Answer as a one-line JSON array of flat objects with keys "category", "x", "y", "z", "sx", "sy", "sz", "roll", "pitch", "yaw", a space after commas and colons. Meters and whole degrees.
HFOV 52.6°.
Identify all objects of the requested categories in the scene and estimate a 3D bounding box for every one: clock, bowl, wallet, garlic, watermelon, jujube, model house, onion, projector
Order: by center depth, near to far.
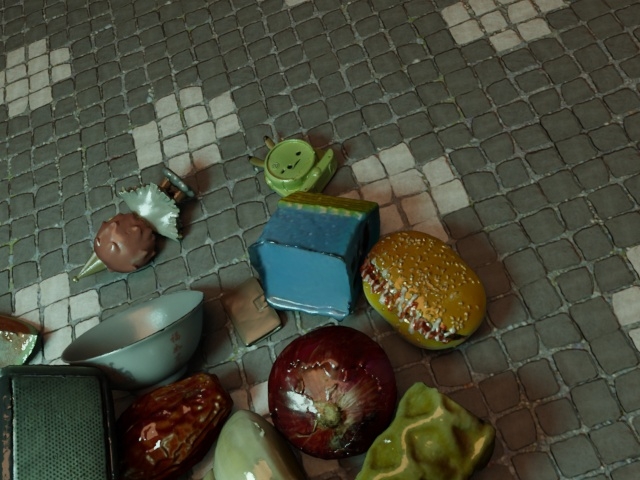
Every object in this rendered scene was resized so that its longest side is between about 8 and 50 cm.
[{"category": "projector", "x": -0.570, "y": 0.507, "z": 1.292, "sx": 0.395, "sy": 0.242, "sz": 0.405, "roll": -42, "pitch": 52, "yaw": 37}, {"category": "garlic", "x": -0.128, "y": 0.514, "z": 1.311, "sx": 0.313, "sy": 0.286, "sz": 0.249, "roll": 39, "pitch": 33, "yaw": 23}, {"category": "onion", "x": 0.027, "y": 0.311, "z": 1.335, "sx": 0.276, "sy": 0.276, "sz": 0.276, "roll": -6, "pitch": 61, "yaw": 11}, {"category": "jujube", "x": -0.329, "y": 0.408, "z": 1.410, "sx": 0.290, "sy": 0.197, "sz": 0.197, "roll": -36, "pitch": 59, "yaw": -18}, {"category": "bowl", "x": -0.404, "y": 0.257, "z": 1.501, "sx": 0.345, "sy": 0.345, "sz": 0.157, "roll": -19, "pitch": 102, "yaw": 4}, {"category": "model house", "x": 0.000, "y": 0.000, "z": 1.542, "sx": 0.237, "sy": 0.216, "sz": 0.303, "roll": 9, "pitch": 49, "yaw": 20}, {"category": "wallet", "x": -0.167, "y": 0.173, "z": 1.584, "sx": 0.118, "sy": 0.039, "sz": 0.153, "roll": -31, "pitch": 62, "yaw": -1}, {"category": "watermelon", "x": -0.837, "y": 0.280, "z": 1.677, "sx": 0.231, "sy": 0.128, "sz": 0.146, "roll": 14, "pitch": 94, "yaw": 36}, {"category": "clock", "x": -0.083, "y": -0.203, "z": 1.749, "sx": 0.231, "sy": 0.069, "sz": 0.170, "roll": 26, "pitch": 71, "yaw": 26}]

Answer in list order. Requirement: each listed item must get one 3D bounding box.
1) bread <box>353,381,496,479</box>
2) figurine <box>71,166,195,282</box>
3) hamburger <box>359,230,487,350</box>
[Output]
[{"category": "bread", "x": 0.205, "y": 0.423, "z": 1.246, "sx": 0.196, "sy": 0.238, "sz": 0.252, "roll": 25, "pitch": 80, "yaw": 28}, {"category": "figurine", "x": -0.495, "y": -0.019, "z": 1.722, "sx": 0.207, "sy": 0.166, "sz": 0.387, "roll": 41, "pitch": 79, "yaw": -15}, {"category": "hamburger", "x": 0.232, "y": 0.109, "z": 1.451, "sx": 0.227, "sy": 0.151, "sz": 0.295, "roll": -40, "pitch": 61, "yaw": -12}]
